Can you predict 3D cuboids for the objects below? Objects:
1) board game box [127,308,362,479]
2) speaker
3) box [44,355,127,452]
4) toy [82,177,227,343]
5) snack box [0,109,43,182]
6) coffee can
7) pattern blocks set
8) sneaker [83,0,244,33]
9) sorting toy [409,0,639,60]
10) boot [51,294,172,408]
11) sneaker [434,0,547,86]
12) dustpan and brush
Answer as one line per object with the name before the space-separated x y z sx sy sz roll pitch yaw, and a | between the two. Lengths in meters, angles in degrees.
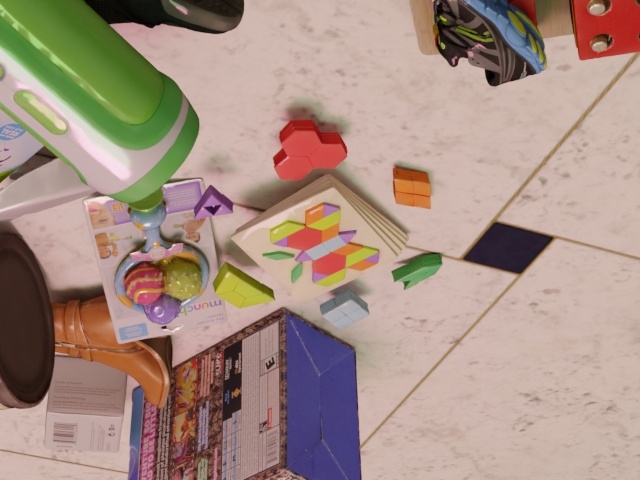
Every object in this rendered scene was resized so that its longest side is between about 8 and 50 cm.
board game box | -0.102 0.264 1.895 0.291 0.232 0.141 -29 135 33
speaker | -0.243 -0.162 1.279 0.131 0.131 0.296 -27 126 30
box | -0.308 0.216 1.944 0.102 0.087 0.101 4 143 -9
toy | -0.185 0.040 1.703 0.137 0.056 0.237 -11 131 -5
snack box | -0.339 -0.133 1.433 0.207 0.070 0.174 -34 152 28
coffee can | -0.472 0.112 1.704 0.275 0.201 0.201 -9 142 11
pattern blocks set | 0.000 0.000 1.683 0.285 0.026 0.325 -37 137 28
sneaker | -0.189 -0.226 1.363 0.227 0.087 0.130 15 142 -16
sorting toy | 0.199 -0.255 1.330 0.255 0.089 0.257 -8 143 8
boot | -0.265 0.137 1.858 0.152 0.073 0.197 -2 131 -1
sneaker | 0.126 -0.190 1.285 0.078 0.067 0.188 -29 138 24
dustpan and brush | -0.255 -0.079 1.559 0.211 0.060 0.147 -17 180 6
